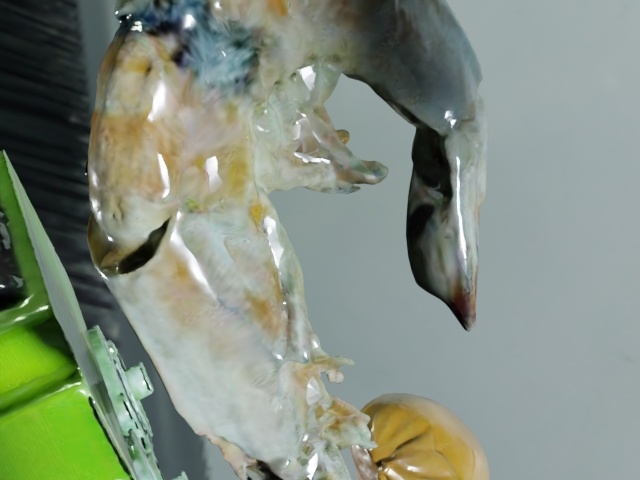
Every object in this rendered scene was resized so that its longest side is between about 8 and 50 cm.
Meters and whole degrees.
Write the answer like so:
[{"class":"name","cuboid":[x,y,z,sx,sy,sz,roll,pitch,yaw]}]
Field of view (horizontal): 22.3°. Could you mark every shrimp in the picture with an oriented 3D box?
[{"class":"shrimp","cuboid":[0.000,0.000,0.829,0.085,0.247,0.360,15,122,52]}]

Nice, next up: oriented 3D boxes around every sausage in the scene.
[{"class":"sausage","cuboid":[0.087,0.198,1.406,0.116,0.354,0.134,-24,80,0]}]

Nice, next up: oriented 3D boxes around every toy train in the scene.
[{"class":"toy train","cuboid":[-0.196,0.105,1.012,0.173,0.249,0.307,-24,33,-6]}]
